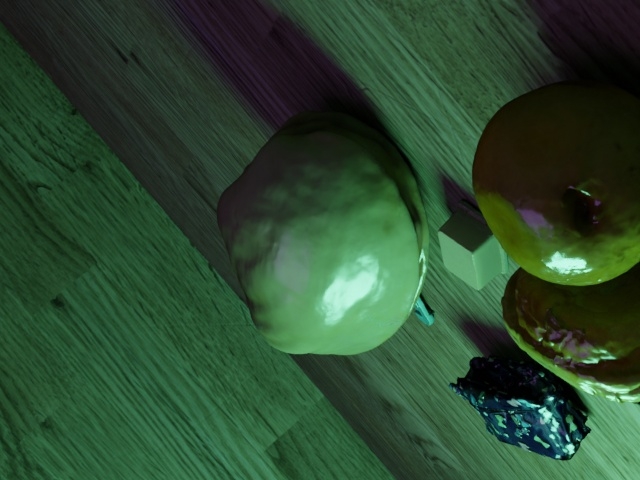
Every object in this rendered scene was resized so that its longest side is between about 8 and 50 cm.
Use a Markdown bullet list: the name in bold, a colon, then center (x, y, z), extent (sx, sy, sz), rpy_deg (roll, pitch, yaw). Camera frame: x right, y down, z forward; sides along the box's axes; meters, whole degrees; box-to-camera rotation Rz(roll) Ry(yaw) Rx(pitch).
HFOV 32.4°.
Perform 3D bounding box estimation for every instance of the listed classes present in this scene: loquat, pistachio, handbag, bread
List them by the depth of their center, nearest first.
- **loquat**: center (0.255, -0.061, 1.107), extent (0.208, 0.208, 0.208), rpy_deg (44, 163, 17)
- **bread**: center (0.321, 0.076, 1.247), extent (0.236, 0.198, 0.120), rpy_deg (34, 153, 44)
- **pistachio**: center (0.000, 0.000, 1.762), extent (0.365, 0.281, 0.445), rpy_deg (26, 131, 19)
- **handbag**: center (0.330, 0.267, 1.831), extent (0.162, 0.113, 0.260), rpy_deg (47, 164, -18)

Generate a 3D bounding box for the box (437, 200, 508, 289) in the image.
- **box**: center (0.221, 0.012, 1.610), extent (0.089, 0.062, 0.122), rpy_deg (38, 162, 33)

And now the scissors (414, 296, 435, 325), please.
- **scissors**: center (0.105, 0.009, 1.965), extent (0.180, 0.032, 0.393), rpy_deg (22, 150, 57)

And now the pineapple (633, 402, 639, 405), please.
- **pineapple**: center (0.389, 0.134, 1.496), extent (0.221, 0.047, 0.221), rpy_deg (43, 159, 20)
